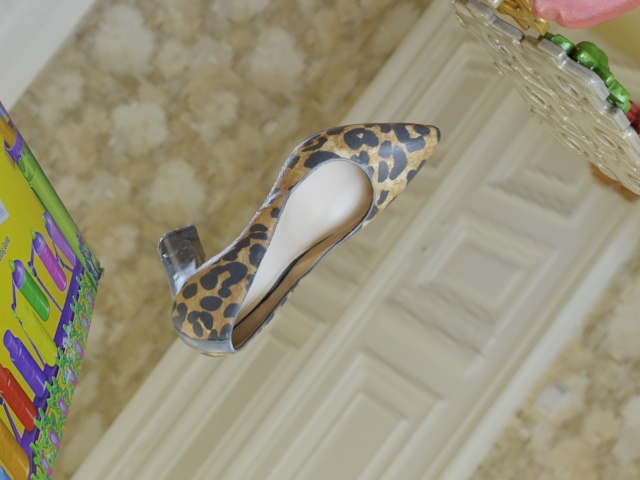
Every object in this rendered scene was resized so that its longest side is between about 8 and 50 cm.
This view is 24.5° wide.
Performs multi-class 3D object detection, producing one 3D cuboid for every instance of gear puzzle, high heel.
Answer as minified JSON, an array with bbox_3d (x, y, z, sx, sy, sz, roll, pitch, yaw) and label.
[{"bbox_3d":[0.190,-0.137,1.157,0.175,0.044,0.339,39,179,41],"label":"gear puzzle"},{"bbox_3d":[0.000,0.000,1.163,0.093,0.261,0.186,63,179,-29],"label":"high heel"}]

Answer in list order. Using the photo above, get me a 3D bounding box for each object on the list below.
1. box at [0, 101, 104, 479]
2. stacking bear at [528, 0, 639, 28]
[{"bbox_3d":[-0.236,-0.006,0.552,0.290,0.177,0.279,-93,-23,-66],"label":"box"},{"bbox_3d":[0.161,-0.248,0.737,0.289,0.164,0.175,66,-179,-79],"label":"stacking bear"}]
